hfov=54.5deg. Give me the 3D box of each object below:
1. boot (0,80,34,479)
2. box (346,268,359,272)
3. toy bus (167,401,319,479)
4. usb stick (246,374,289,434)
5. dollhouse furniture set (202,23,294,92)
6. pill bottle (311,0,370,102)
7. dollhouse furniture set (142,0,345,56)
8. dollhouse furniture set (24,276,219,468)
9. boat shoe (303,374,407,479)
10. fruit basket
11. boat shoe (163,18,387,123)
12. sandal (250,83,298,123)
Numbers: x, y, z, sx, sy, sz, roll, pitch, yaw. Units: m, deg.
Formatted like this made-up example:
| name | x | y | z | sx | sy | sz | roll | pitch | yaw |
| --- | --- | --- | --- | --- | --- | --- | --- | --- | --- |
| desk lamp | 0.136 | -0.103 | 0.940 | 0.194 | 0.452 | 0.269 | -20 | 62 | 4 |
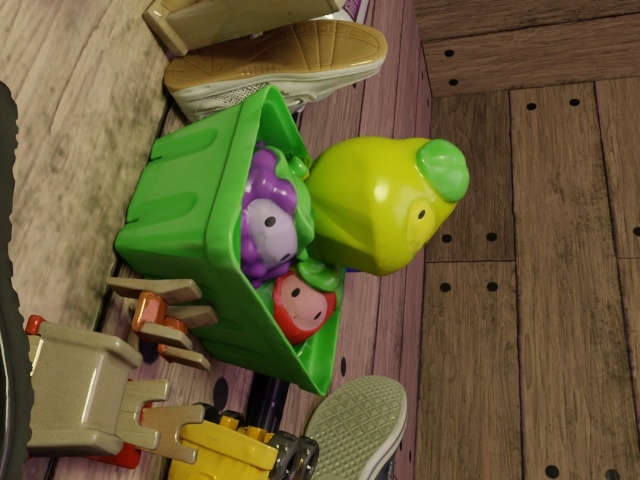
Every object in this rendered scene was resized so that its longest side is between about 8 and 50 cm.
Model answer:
| name | x | y | z | sx | sy | sz | roll | pitch | yaw |
| --- | --- | --- | --- | --- | --- | --- | --- | --- | --- |
| boot | -0.272 | 0.011 | 0.283 | 0.260 | 0.131 | 0.347 | 47 | 33 | -74 |
| box | 0.071 | 0.002 | 1.380 | 0.072 | 0.126 | 0.137 | -3 | 91 | -74 |
| toy bus | -0.109 | 0.328 | 0.778 | 0.220 | 0.150 | 0.211 | 52 | 53 | -66 |
| usb stick | -0.095 | 0.313 | 0.957 | 0.077 | 0.045 | 0.278 | 79 | 18 | -46 |
| dollhouse furniture set | -0.079 | -0.316 | 0.890 | 0.101 | 0.161 | 0.181 | 65 | 29 | -51 |
| pill bottle | -0.005 | -0.389 | 1.121 | 0.169 | 0.169 | 0.301 | 70 | 25 | -45 |
| dollhouse furniture set | -0.146 | -0.409 | 0.608 | 0.394 | 0.257 | 0.362 | 49 | 55 | -39 |
| dollhouse furniture set | -0.204 | 0.153 | 0.562 | 0.259 | 0.135 | 0.261 | 78 | 17 | -63 |
| boat shoe | 0.047 | 0.455 | 1.181 | 0.500 | 0.187 | 0.155 | -60 | 149 | -51 |
| fruit basket | 0.000 | 0.000 | 0.771 | 0.392 | 0.392 | 0.282 | 65 | 28 | -50 |
| boat shoe | -0.051 | -0.204 | 0.788 | 0.096 | 0.277 | 0.098 | 72 | 15 | -52 |
| sandal | -0.093 | -0.163 | 0.975 | 0.120 | 0.086 | 0.302 | -55 | 154 | -71 |
